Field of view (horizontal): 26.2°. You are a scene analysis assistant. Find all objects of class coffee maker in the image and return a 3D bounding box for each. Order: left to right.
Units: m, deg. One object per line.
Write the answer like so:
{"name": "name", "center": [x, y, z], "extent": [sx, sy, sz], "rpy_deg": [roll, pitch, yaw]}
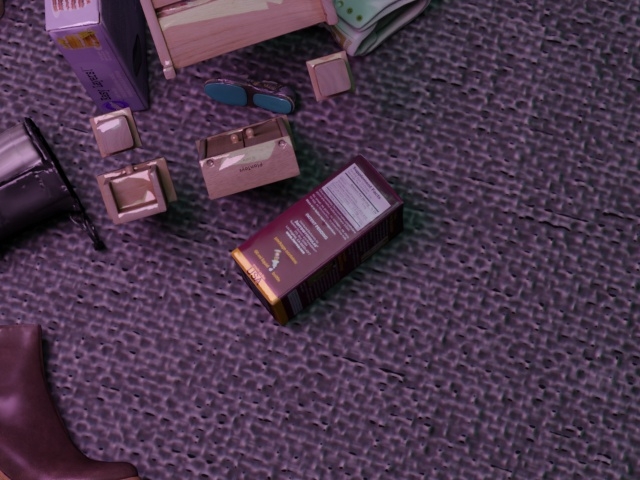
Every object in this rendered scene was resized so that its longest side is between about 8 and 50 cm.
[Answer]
{"name": "coffee maker", "center": [-0.374, -0.031, 1.592], "extent": [0.178, 0.120, 0.171], "rpy_deg": [-30, 75, -4]}

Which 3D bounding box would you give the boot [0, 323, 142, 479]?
{"name": "boot", "center": [-0.320, 0.194, 1.537], "extent": [0.248, 0.090, 0.207], "rpy_deg": [-2, 76, 7]}

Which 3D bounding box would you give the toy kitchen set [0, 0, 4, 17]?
{"name": "toy kitchen set", "center": [-0.453, -0.385, 1.721], "extent": [0.166, 0.122, 0.207], "rpy_deg": [18, 56, 9]}

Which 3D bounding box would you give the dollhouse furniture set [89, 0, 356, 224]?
{"name": "dollhouse furniture set", "center": [-0.141, -0.235, 1.529], "extent": [0.303, 0.174, 0.356], "rpy_deg": [-17, 103, -1]}

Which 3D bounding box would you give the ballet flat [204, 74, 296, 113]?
{"name": "ballet flat", "center": [-0.083, -0.181, 1.660], "extent": [0.114, 0.041, 0.041], "rpy_deg": [13, 75, 8]}

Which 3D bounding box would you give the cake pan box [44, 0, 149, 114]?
{"name": "cake pan box", "center": [-0.260, -0.313, 1.600], "extent": [0.070, 0.246, 0.267], "rpy_deg": [-6, 74, 2]}

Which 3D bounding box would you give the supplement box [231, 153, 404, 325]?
{"name": "supplement box", "center": [0.000, 0.000, 1.563], "extent": [0.188, 0.104, 0.081], "rpy_deg": [-38, 74, -7]}

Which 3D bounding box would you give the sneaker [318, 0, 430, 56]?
{"name": "sneaker", "center": [-0.015, -0.289, 1.646], "extent": [0.292, 0.108, 0.169], "rpy_deg": [-21, 70, -3]}
